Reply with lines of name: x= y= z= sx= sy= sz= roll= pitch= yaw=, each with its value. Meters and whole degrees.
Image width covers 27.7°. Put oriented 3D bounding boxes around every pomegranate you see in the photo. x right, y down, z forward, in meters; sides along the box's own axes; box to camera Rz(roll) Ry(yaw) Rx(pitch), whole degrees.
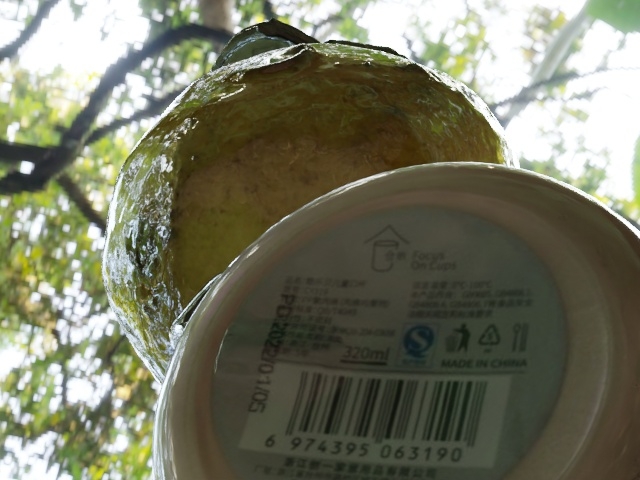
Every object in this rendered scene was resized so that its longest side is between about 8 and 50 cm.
pomegranate: x=0.000 y=0.000 z=0.839 sx=0.281 sy=0.281 sz=0.281 roll=11 pitch=-130 yaw=-13

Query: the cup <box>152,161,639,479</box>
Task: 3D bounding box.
cup: x=0.035 y=0.080 z=0.464 sx=0.253 sy=0.200 sz=0.191 roll=30 pitch=-108 yaw=39

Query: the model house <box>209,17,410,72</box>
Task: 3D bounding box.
model house: x=0.004 y=-0.126 z=1.265 sx=0.218 sy=0.205 sz=0.278 roll=31 pitch=-153 yaw=-5
